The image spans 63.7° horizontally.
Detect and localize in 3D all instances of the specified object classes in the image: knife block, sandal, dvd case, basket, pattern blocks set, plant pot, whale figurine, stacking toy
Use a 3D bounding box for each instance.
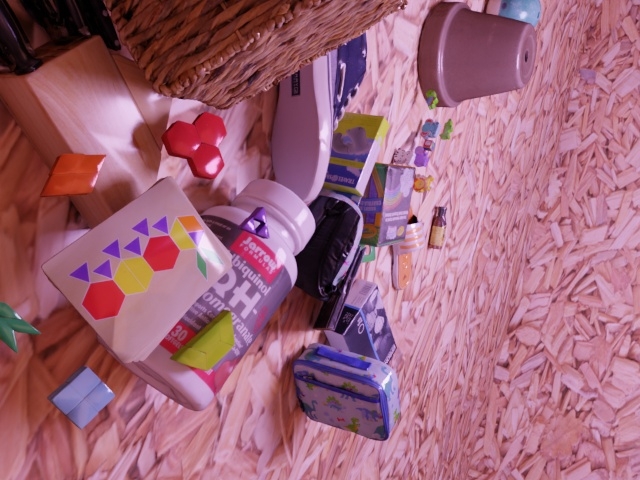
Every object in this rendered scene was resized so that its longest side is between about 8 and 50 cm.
[{"bbox_3d":[-0.284,-0.148,0.545,0.242,0.088,0.275,8,95,-55],"label":"knife block"},{"bbox_3d":[0.242,0.017,1.365,0.102,0.076,0.265,-35,129,-44],"label":"sandal"},{"bbox_3d":[0.035,0.103,1.034,0.221,0.018,0.164,126,-13,-77],"label":"dvd case"},{"bbox_3d":[-0.069,-0.302,0.555,0.213,0.299,0.223,61,11,-6],"label":"basket"},{"bbox_3d":[-0.190,0.026,0.574,0.325,0.026,0.285,-36,111,-36],"label":"pattern blocks set"},{"bbox_3d":[0.405,-0.465,1.292,0.263,0.230,0.262,-22,118,-50],"label":"plant pot"},{"bbox_3d":[0.582,-0.629,1.562,0.216,0.141,0.271,-15,114,-53],"label":"whale figurine"},{"bbox_3d":[0.269,-0.252,1.324,0.167,0.052,0.221,34,76,-56],"label":"stacking toy"}]

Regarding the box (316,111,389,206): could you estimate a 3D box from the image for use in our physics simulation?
[{"bbox_3d":[0.053,-0.161,1.001,0.042,0.109,0.178,40,68,-57],"label":"box"}]

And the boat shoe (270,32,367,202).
[{"bbox_3d":[0.011,-0.238,0.894,0.158,0.127,0.340,-11,110,-45],"label":"boat shoe"}]

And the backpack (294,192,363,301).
[{"bbox_3d":[0.000,0.000,0.938,0.181,0.152,0.115,-62,-178,10],"label":"backpack"}]

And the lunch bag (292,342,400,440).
[{"bbox_3d":[0.051,0.311,1.071,0.090,0.219,0.175,-43,135,-47],"label":"lunch bag"}]

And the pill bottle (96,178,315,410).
[{"bbox_3d":[-0.144,0.063,0.741,0.318,0.177,0.176,-55,140,-28],"label":"pill bottle"}]

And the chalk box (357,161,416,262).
[{"bbox_3d":[0.103,-0.060,1.092,0.132,0.132,0.212,-8,109,-55],"label":"chalk box"}]

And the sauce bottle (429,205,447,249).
[{"bbox_3d":[0.355,-0.038,1.536,0.042,0.042,0.128,-6,108,-54],"label":"sauce bottle"}]

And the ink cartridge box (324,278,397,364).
[{"bbox_3d":[0.114,0.265,1.285,0.165,0.065,0.332,-53,141,-31],"label":"ink cartridge box"}]
